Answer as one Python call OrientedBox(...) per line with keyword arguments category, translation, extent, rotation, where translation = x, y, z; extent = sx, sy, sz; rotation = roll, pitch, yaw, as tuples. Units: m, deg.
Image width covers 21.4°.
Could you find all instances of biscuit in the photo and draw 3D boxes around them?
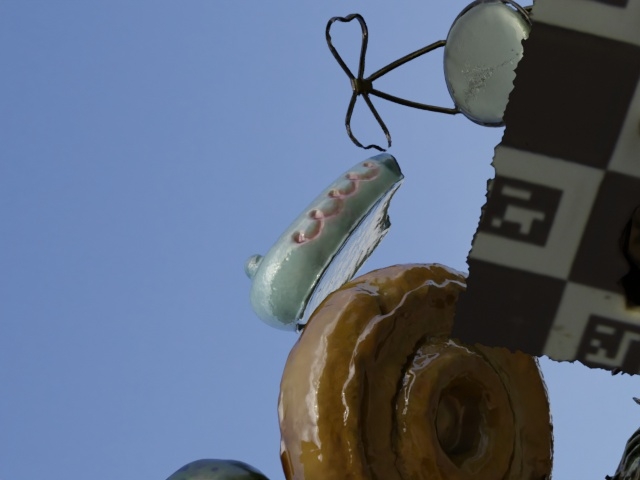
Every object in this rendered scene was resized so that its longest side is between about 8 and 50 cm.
OrientedBox(category="biscuit", translation=(0.096, 0.162, 1.469), extent=(0.296, 0.102, 0.296), rotation=(10, -106, -39))

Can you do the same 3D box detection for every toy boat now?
OrientedBox(category="toy boat", translation=(0.000, 0.000, 1.603), extent=(0.208, 0.079, 0.134), rotation=(-48, -14, -32))

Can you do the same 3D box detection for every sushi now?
OrientedBox(category="sushi", translation=(0.261, -0.084, 1.056), extent=(0.100, 0.296, 0.373), rotation=(-79, 0, -57))

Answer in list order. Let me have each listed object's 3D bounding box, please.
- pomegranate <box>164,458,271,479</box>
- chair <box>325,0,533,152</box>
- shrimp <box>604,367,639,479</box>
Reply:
OrientedBox(category="pomegranate", translation=(-0.076, 0.245, 1.350), extent=(0.122, 0.122, 0.161), rotation=(-50, -52, -35))
OrientedBox(category="chair", translation=(0.184, -0.196, 1.902), extent=(0.325, 0.170, 0.160), rotation=(-8, -93, -42))
OrientedBox(category="shrimp", translation=(0.306, 0.170, 1.614), extent=(0.169, 0.058, 0.296), rotation=(50, -121, -24))
